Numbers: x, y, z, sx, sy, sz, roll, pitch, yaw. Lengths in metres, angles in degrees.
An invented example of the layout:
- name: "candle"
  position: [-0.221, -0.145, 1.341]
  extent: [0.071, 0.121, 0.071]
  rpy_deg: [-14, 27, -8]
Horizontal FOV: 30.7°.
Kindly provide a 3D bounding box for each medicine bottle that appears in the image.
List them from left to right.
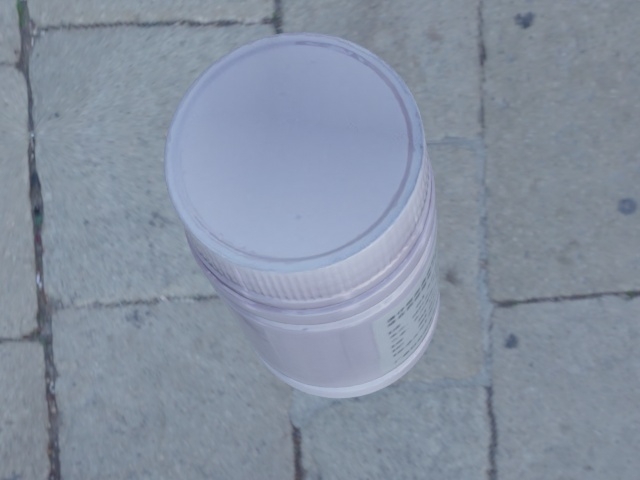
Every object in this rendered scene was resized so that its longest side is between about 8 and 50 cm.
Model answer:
- name: "medicine bottle"
  position: [0.000, 0.000, 0.648]
  extent: [0.133, 0.250, 0.133]
  rpy_deg: [-2, 71, 7]
